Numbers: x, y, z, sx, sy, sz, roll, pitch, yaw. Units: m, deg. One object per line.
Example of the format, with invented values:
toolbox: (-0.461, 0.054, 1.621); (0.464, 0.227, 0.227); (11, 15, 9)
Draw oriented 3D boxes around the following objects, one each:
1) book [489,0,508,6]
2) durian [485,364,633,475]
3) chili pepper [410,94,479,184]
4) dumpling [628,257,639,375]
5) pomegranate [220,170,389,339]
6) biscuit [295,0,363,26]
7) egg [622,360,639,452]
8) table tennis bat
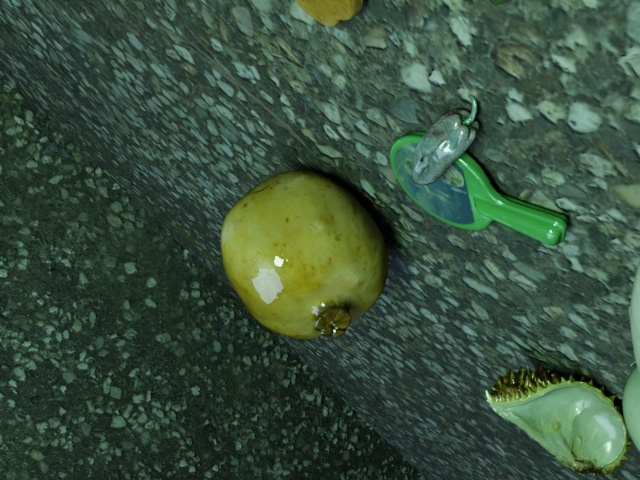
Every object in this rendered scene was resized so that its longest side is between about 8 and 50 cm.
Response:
book: (0.094, -0.279, 0.382); (0.289, 0.026, 0.201); (34, 166, -26)
durian: (0.395, 0.289, 1.009); (0.252, 0.139, 0.144); (42, 165, -7)
chili pepper: (0.139, -0.107, 0.707); (0.041, 0.050, 0.153); (11, 148, -21)
dumpling: (0.377, 0.067, 0.454); (0.181, 0.341, 0.260); (7, 177, -42)
pomegranate: (-0.033, 0.024, 1.034); (0.307, 0.307, 0.307); (35, 160, 14)
biscuit: (0.011, -0.300, 0.572); (0.144, 0.040, 0.236); (43, 163, 11)
egg: (0.450, 0.199, 0.629); (0.253, 0.186, 0.186); (24, 156, 28)
table tennis bat: (0.192, -0.058, 0.773); (0.257, 0.039, 0.160); (28, 156, 34)
